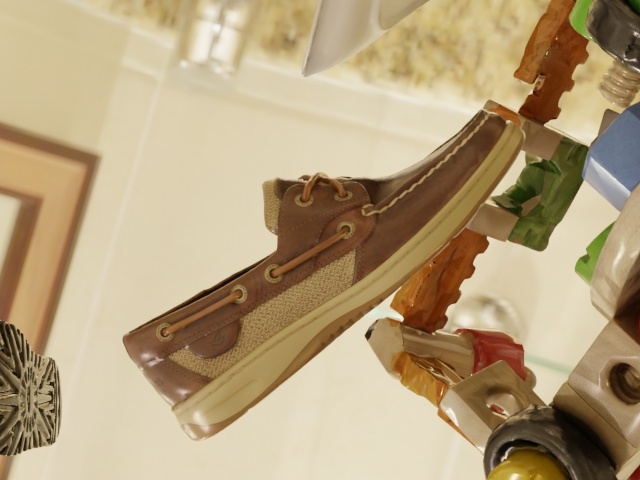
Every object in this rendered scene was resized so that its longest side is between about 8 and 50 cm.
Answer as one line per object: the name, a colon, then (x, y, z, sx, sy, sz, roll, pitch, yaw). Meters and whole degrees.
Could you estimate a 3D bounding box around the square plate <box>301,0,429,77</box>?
square plate: (0.112, -0.346, 1.311, 0.049, 0.347, 0.344, 27, -146, 15)

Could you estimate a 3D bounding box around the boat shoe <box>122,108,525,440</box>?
boat shoe: (0.000, 0.000, 1.063, 0.123, 0.342, 0.123, 50, -179, -2)

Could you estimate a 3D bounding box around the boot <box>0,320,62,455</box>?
boot: (-0.429, 0.166, 1.460, 0.260, 0.131, 0.348, -1, 165, 2)

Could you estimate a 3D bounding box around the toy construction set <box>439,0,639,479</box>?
toy construction set: (0.205, 0.058, 0.624, 0.309, 0.237, 0.257, 28, -147, 3)

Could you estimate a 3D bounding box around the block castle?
block castle: (0.269, 0.002, 1.203, 0.213, 0.453, 0.303, 17, -165, -39)
